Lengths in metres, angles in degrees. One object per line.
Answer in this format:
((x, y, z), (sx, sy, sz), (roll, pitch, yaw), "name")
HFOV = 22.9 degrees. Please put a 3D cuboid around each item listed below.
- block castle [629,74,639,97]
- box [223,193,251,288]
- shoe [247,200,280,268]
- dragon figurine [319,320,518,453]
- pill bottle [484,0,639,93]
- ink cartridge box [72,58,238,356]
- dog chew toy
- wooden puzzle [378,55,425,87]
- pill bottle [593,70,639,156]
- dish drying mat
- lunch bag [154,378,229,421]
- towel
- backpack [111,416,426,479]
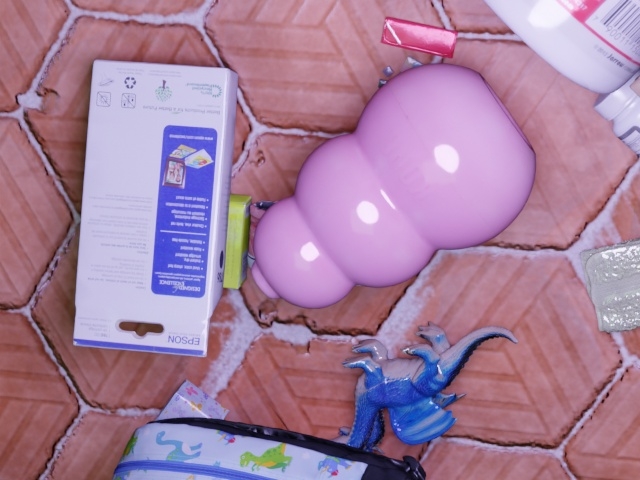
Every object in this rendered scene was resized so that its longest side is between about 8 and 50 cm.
((0.481, -0.184, 1.494), (0.213, 0.453, 0.303), (46, 108, 3), "block castle")
((-0.175, -0.008, 1.886), (0.178, 0.042, 0.109), (8, 107, 9), "box")
((0.000, 0.000, 1.844), (0.178, 0.063, 0.081), (6, 113, 13), "shoe")
((0.118, 0.182, 1.865), (0.289, 0.085, 0.144), (-17, 105, 20), "dragon figurine")
((0.349, -0.362, 1.579), (0.229, 0.229, 0.407), (42, 109, -4), "pill bottle")
((-0.190, -0.037, 1.824), (0.165, 0.065, 0.332), (6, 90, 9), "ink cartridge box")
((0.067, -0.045, 1.730), (0.332, 0.206, 0.206), (-34, 98, 10), "dog chew toy")
((0.109, -0.177, 1.799), (0.083, 0.006, 0.049), (30, 110, 0), "wooden puzzle")
((0.370, -0.125, 1.728), (0.137, 0.078, 0.078), (41, 110, -3), "pill bottle")
((0.111, -0.228, 1.782), (0.083, 0.008, 0.032), (13, 108, 7), "dish drying mat")
((-0.165, 0.227, 1.953), (0.071, 0.053, 0.083), (38, 119, -1), "lunch bag")
((0.378, 0.045, 1.805), (0.148, 0.027, 0.110), (-15, 104, 15), "towel")
((-0.076, 0.323, 1.814), (0.356, 0.290, 0.273), (24, 75, 17), "backpack")
